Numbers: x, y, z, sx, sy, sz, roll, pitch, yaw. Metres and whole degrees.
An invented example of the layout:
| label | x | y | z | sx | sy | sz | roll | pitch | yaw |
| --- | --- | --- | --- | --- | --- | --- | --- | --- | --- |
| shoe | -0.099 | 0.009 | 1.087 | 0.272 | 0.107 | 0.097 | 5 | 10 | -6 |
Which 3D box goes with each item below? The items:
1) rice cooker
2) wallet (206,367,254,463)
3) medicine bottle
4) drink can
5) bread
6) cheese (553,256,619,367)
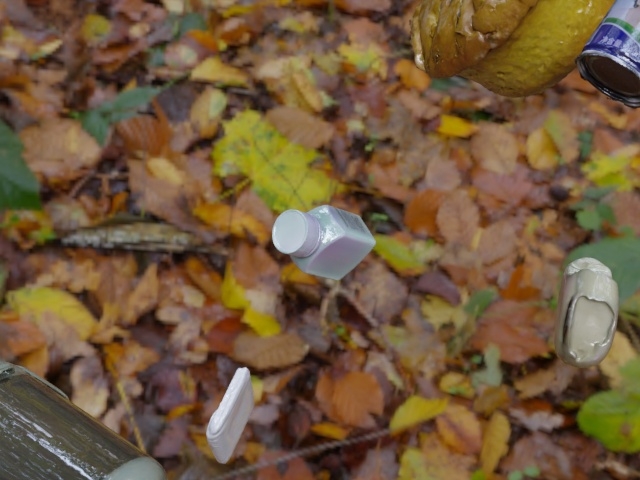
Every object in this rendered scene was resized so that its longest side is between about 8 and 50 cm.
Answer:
| label | x | y | z | sx | sy | sz | roll | pitch | yaw |
| --- | --- | --- | --- | --- | --- | --- | --- | --- | --- |
| rice cooker | -0.381 | 0.332 | 1.242 | 0.325 | 0.335 | 0.335 | 29 | 34 | 14 |
| wallet | -0.141 | 0.278 | 1.652 | 0.032 | 0.183 | 0.124 | 22 | 66 | 12 |
| medicine bottle | 0.000 | 0.000 | 1.215 | 0.118 | 0.074 | 0.055 | 14 | 38 | -52 |
| drink can | 0.380 | -0.265 | 1.145 | 0.097 | 0.097 | 0.235 | 31 | 80 | 31 |
| bread | 0.299 | -0.398 | 1.592 | 0.215 | 0.398 | 0.398 | 25 | 25 | -19 |
| cheese | 0.406 | 0.093 | 1.627 | 0.082 | 0.163 | 0.286 | 10 | 17 | 8 |
